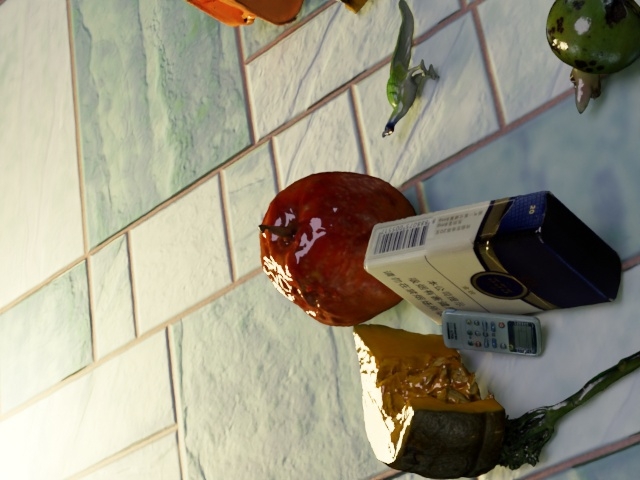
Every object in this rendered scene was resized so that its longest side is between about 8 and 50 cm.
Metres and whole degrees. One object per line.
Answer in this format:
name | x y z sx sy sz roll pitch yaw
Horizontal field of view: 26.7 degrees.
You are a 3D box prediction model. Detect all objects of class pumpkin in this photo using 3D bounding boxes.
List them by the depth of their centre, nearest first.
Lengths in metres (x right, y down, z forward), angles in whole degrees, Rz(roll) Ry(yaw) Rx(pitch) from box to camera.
pumpkin | 0.121 0.201 1.616 0.248 0.131 0.126 -117 26 -64

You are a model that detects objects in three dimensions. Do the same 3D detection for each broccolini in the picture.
broccolini | 0.285 0.181 1.524 0.071 0.057 0.254 47 121 -3

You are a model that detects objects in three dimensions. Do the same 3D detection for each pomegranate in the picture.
pomegranate | 0.324 -0.232 1.601 0.122 0.122 0.161 38 130 45

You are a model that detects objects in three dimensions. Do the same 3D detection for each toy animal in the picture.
toy animal | 0.125 -0.244 1.846 0.075 0.041 0.217 -10 64 44

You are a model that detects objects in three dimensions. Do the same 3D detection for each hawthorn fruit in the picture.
hawthorn fruit | 0.000 0.000 1.733 0.207 0.243 0.207 -14 68 41

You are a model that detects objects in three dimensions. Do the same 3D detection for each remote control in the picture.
remote control | 0.205 0.110 1.614 0.124 0.018 0.053 5 113 25

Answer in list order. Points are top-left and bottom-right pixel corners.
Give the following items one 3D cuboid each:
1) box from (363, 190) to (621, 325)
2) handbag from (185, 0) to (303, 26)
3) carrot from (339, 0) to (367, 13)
box | 0.200 0.026 1.579 0.259 0.168 0.071 -11 54 43
handbag | -0.113 -0.542 1.999 0.116 0.303 0.410 10 83 41
carrot | 0.104 -0.438 1.916 0.260 0.070 0.070 -51 47 19
